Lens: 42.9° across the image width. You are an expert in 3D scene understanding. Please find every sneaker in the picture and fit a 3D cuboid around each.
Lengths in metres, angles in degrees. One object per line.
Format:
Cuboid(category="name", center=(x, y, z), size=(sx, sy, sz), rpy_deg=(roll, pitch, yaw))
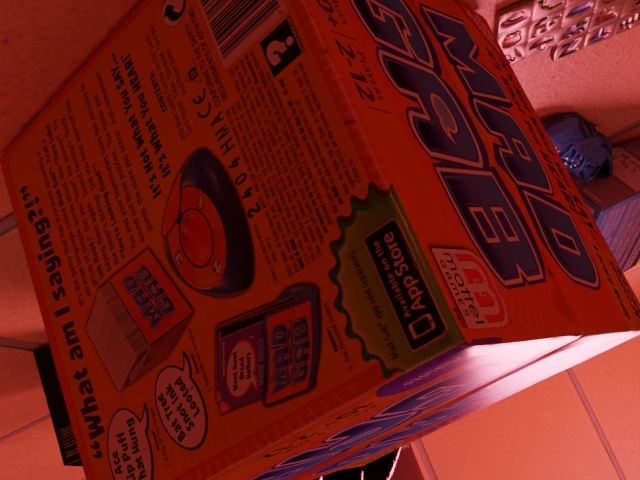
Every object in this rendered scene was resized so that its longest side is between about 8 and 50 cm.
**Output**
Cuboid(category="sneaker", center=(0.380, -0.132, 1.205), size=(0.069, 0.082, 0.209), rpy_deg=(-34, 156, 34))

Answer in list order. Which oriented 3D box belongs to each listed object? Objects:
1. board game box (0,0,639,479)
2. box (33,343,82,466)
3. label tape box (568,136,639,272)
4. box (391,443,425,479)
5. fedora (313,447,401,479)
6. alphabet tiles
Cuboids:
Cuboid(category="board game box", center=(0.000, 0.000, 0.726), size=(0.356, 0.356, 0.356), rpy_deg=(-35, 157, 31))
Cuboid(category="box", center=(-0.329, 0.259, 1.298), size=(0.103, 0.184, 0.261), rpy_deg=(-22, 160, 4))
Cuboid(category="label tape box", center=(0.515, -0.045, 1.409), size=(0.334, 0.106, 0.240), rpy_deg=(-22, 141, -30))
Cuboid(category="box", center=(0.056, 0.375, 1.716), size=(0.143, 0.381, 0.191), rpy_deg=(-37, 156, 35))
Cuboid(category="fedora", center=(-0.003, 0.230, 1.085), size=(0.153, 0.334, 0.334), rpy_deg=(6, 173, 26))
Cuboid(category="alphabet tiles", center=(0.300, -0.262, 0.890), size=(0.237, 0.009, 0.198), rpy_deg=(-23, 161, 2))
